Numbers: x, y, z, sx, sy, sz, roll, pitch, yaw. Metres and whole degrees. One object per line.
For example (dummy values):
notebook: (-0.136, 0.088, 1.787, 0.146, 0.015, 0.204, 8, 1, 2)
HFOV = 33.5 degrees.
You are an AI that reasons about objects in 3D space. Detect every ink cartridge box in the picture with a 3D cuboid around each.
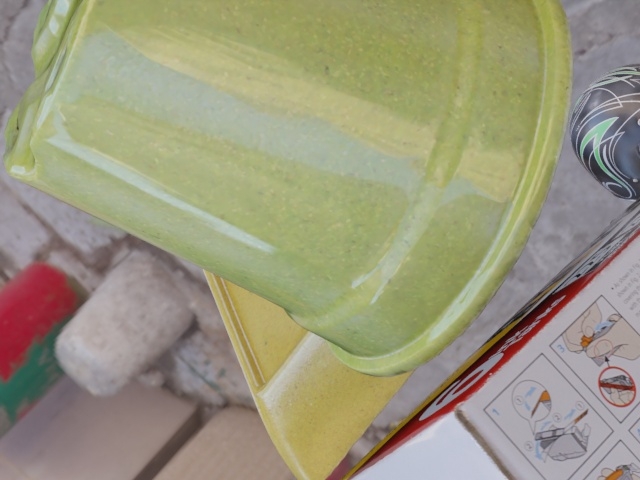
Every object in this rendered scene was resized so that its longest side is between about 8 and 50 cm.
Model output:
ink cartridge box: (0.158, 0.086, 0.604, 0.130, 0.309, 0.272, 48, 150, 7)

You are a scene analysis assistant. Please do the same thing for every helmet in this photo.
helmet: (0.409, -0.149, 1.390, 0.169, 0.169, 0.161, -6, 125, 45)

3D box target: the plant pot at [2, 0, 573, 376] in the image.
plant pot: (-0.039, -0.084, 0.636, 0.254, 0.276, 0.276, 19, 149, -22)

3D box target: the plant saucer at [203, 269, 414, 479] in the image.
plant saucer: (0.000, 0.000, 0.999, 0.081, 0.332, 0.333, 21, 116, -36)
